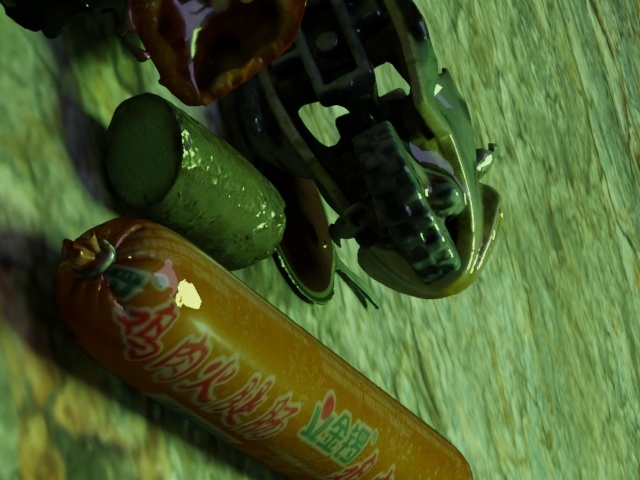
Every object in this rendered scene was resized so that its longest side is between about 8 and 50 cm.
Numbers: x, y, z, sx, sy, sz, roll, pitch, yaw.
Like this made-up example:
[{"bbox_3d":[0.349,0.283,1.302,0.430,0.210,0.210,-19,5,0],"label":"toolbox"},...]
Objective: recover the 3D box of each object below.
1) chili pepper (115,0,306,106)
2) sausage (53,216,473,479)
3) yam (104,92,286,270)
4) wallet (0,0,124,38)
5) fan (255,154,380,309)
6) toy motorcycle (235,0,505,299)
[{"bbox_3d":[-0.038,-0.104,0.764,0.065,0.088,0.169,29,7,-6],"label":"chili pepper"},{"bbox_3d":[-0.009,0.065,0.748,0.348,0.053,0.053,41,38,-58],"label":"sausage"},{"bbox_3d":[-0.048,-0.020,0.723,0.094,0.043,0.043,35,44,-60],"label":"yam"},{"bbox_3d":[-0.124,-0.203,0.609,0.176,0.075,0.250,-95,160,-44],"label":"wallet"},{"bbox_3d":[0.000,0.000,0.896,0.133,0.005,0.085,48,31,-50],"label":"fan"},{"bbox_3d":[0.018,-0.061,0.870,0.130,0.094,0.229,49,15,-54],"label":"toy motorcycle"}]
